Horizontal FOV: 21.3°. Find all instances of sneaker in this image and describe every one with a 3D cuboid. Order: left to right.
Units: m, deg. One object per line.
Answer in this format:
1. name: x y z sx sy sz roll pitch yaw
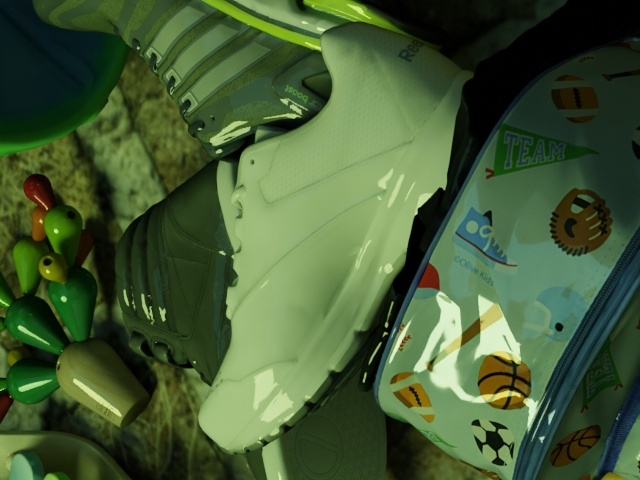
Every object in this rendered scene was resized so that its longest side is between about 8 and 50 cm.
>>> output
1. sneaker: -0.071 -0.116 1.093 0.300 0.111 0.121 17 91 30
2. sneaker: -0.052 0.090 1.172 0.147 0.104 0.295 -21 81 43
3. sneaker: 0.000 0.000 1.012 0.129 0.111 0.297 35 113 7

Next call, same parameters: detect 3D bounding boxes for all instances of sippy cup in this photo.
1. sippy cup: -0.290 -0.161 1.241 0.224 0.305 0.240 -11 122 52

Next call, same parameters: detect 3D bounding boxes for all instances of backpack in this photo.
1. backpack: 0.153 0.022 0.872 0.213 0.263 0.276 31 118 30

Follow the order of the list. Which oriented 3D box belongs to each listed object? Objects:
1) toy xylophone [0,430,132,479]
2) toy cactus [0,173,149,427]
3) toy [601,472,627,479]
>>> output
1. toy xylophone: -0.164 0.289 1.284 0.323 0.081 0.236 27 116 50
2. toy cactus: -0.211 0.074 1.308 0.180 0.112 0.219 39 114 15
3. toy: 0.176 0.195 0.965 0.237 0.056 0.137 -152 60 -62
